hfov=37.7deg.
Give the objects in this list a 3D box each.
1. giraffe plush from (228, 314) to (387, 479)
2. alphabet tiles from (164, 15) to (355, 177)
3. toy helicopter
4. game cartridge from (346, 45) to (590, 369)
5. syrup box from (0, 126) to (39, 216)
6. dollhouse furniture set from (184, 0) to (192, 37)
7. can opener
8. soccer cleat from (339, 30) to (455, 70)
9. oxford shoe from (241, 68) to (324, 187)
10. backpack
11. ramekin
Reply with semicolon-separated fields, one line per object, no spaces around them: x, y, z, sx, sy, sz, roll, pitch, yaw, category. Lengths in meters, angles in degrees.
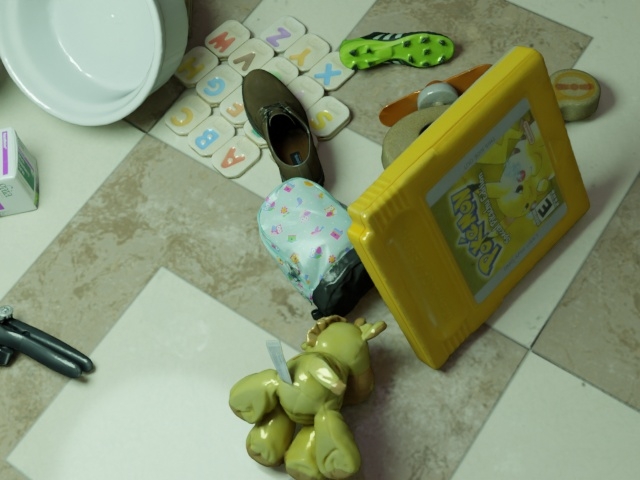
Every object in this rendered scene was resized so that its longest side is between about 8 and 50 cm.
0.001;0.173;1.170;0.181;0.210;0.170;14;31;26;giraffe plush
-0.094;-0.231;1.455;0.278;0.021;0.284;-43;67;-15;alphabet tiles
0.243;-0.169;1.345;0.355;0.140;0.235;-25;53;-19;toy helicopter
0.196;-0.034;1.176;0.324;0.285;0.052;-45;41;-16;game cartridge
-0.549;-0.084;1.390;0.236;0.093;0.096;-11;62;1;syrup box
-0.309;-0.409;1.511;0.183;0.129;0.129;-4;62;5;dollhouse furniture set
-0.395;0.142;1.285;0.186;0.073;0.059;17;27;12;can opener
0.116;-0.300;1.447;0.178;0.060;0.072;-5;36;-3;soccer cleat
-0.056;-0.176;1.357;0.082;0.096;0.227;-26;62;-5;oxford shoe
0.000;0.000;1.271;0.152;0.115;0.182;-41;63;-11;backpack
-0.332;-0.321;1.392;0.277;0.277;0.135;13;25;13;ramekin
